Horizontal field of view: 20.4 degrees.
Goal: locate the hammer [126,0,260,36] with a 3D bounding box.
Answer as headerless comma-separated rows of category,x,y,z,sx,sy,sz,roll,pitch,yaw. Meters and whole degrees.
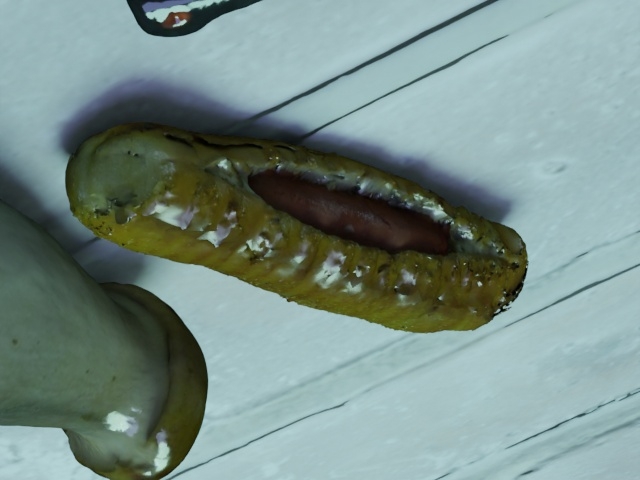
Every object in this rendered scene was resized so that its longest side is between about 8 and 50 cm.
hammer,0.061,-0.133,0.726,0.288,0.033,0.111,-17,151,-3

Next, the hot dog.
hot dog,-0.001,0.001,0.880,0.083,0.068,0.289,-32,149,35

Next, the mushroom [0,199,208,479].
mushroom,-0.178,0.035,0.782,0.128,0.128,0.350,-33,149,23
